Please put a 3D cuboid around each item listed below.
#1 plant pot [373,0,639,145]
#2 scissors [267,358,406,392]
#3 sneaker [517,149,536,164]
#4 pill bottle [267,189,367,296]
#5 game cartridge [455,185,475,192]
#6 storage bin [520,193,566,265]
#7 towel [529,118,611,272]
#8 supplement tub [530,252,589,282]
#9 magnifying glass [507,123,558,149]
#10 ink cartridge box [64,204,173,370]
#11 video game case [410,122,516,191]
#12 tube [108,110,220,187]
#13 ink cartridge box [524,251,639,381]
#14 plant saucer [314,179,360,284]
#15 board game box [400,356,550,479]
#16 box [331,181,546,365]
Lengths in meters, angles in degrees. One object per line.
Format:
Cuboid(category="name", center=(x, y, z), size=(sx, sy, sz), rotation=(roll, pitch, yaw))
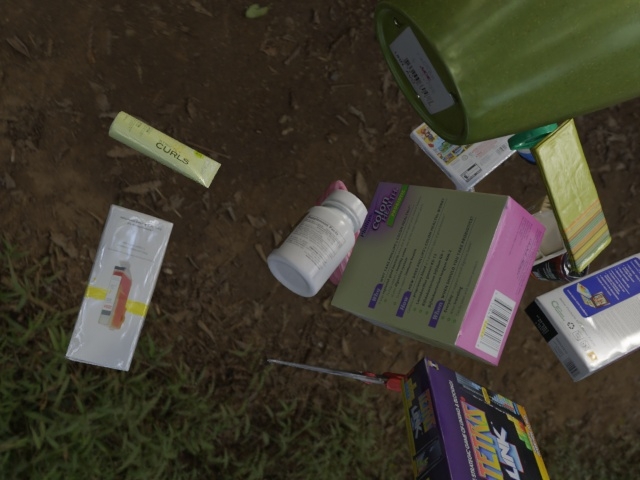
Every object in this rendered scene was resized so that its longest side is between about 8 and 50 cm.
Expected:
Cuboid(category="plant pot", center=(0.203, -0.213, 0.553), size=(0.293, 0.275, 0.275), rotation=(-34, 125, -3))
Cuboid(category="scissors", center=(0.080, 0.184, 0.877), size=(0.297, 0.109, 0.021), rotation=(11, 95, 4))
Cuboid(category="sneaker", center=(0.542, -0.210, 1.570), size=(0.084, 0.152, 0.058), rotation=(28, 74, -66))
Cuboid(category="pill bottle", center=(0.000, 0.000, 1.444), size=(0.229, 0.131, 0.131), rotation=(-50, 130, -26))
Cuboid(category="game cartridge", center=(0.468, -0.107, 2.093), size=(0.062, 0.198, 0.297), rotation=(-11, 120, 12))
Cuboid(category="storage bin", center=(0.538, -0.011, 1.776), size=(0.260, 0.262, 0.123), rotation=(-26, 92, 26))
Cuboid(category="towel", center=(0.410, -0.070, 1.075), size=(0.102, 0.021, 0.237), rotation=(-38, 114, -24))
Cuboid(category="supplement tub", center=(0.646, 0.062, 1.848), size=(0.106, 0.198, 0.106), rotation=(-1, 92, -20))
Cuboid(category="magnifying glass", center=(0.414, -0.194, 1.279), size=(0.092, 0.026, 0.231), rotation=(-20, 173, 19))
Cuboid(category="ink cartridge box", center=(-0.515, 0.117, 1.718), size=(0.160, 0.279, 0.384), rotation=(18, 86, -14))
Cuboid(category="video game case", center=(0.377, -0.259, 1.698), size=(0.227, 0.206, 0.026), rotation=(-38, 170, -20))
Cuboid(category="tube", center=(-0.336, -0.198, 1.436), size=(0.240, 0.062, 0.070), rotation=(29, 82, -9))
Cuboid(category="ink cartridge box", center=(0.622, 0.145, 1.385), size=(0.371, 0.175, 0.069), rotation=(-19, 153, -23))
Cuboid(category="plant saucer", center=(0.055, -0.004, 1.901), size=(0.084, 0.332, 0.332), rotation=(-11, 123, 11))
Cuboid(category="board game box", center=(0.154, 0.210, 0.640), size=(0.141, 0.170, 0.048), rotation=(30, 117, -19))
Cuboid(category="box", center=(0.169, 0.041, 0.977), size=(0.117, 0.243, 0.213), rotation=(29, 79, -41))
